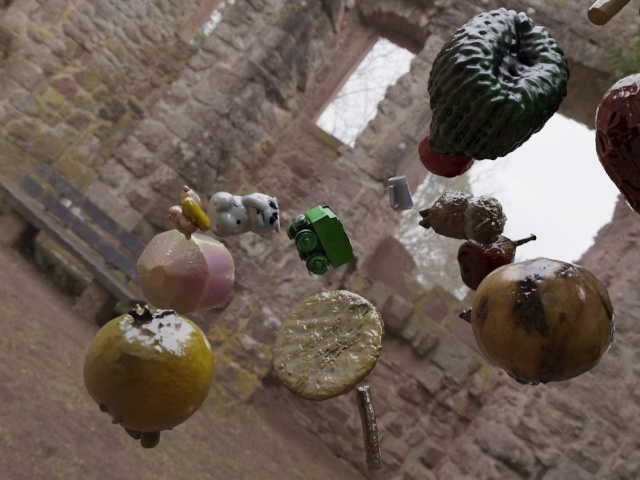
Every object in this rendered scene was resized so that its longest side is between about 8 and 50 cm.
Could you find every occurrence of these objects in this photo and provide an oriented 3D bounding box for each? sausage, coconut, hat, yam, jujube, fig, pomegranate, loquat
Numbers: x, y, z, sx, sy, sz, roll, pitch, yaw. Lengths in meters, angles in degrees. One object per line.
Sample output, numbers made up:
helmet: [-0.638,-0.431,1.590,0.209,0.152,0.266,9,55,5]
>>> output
sausage: [0.773,-0.646,1.518,0.066,0.301,0.066,40,-11,10]
coconut: [-0.376,0.088,1.668,0.233,0.233,0.245,35,9,22]
hat: [0.284,-0.250,1.167,0.242,0.274,0.332,46,-31,5]
yam: [0.086,0.329,1.079,0.032,0.032,0.145,46,33,-58]
jujube: [0.676,-0.198,1.258,0.197,0.198,0.290,90,-8,-82]
fig: [0.571,0.039,2.014,0.191,0.290,0.190,27,-40,25]
pomegranate: [0.494,0.176,1.373,0.322,0.322,0.322,36,-6,4]
loquat: [-0.233,0.186,0.835,0.172,0.204,0.149,4,3,-15]

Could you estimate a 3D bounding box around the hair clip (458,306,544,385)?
hair clip: [0.491,0.257,1.585,0.300,0.069,0.173,40,-46,-5]

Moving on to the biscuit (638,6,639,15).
biscuit: [0.909,-0.647,1.628,0.027,0.183,0.133,-7,18,-21]

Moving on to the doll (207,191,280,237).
doll: [-0.184,-0.064,1.486,0.181,0.110,0.107,-3,-5,-16]

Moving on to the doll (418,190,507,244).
doll: [0.301,-0.055,1.329,0.115,0.105,0.221,1,11,-39]

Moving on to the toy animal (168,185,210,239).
toy animal: [-0.300,-0.062,1.345,0.114,0.082,0.091,63,4,21]

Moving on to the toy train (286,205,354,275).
toy train: [0.000,0.000,2.151,0.243,0.188,0.132,64,-7,-28]

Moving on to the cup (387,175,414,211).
cup: [0.264,-0.154,2.080,0.074,0.104,0.116,-3,-73,43]

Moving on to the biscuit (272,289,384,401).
biscuit: [0.009,0.178,1.068,0.220,0.219,0.033,31,-14,45]
